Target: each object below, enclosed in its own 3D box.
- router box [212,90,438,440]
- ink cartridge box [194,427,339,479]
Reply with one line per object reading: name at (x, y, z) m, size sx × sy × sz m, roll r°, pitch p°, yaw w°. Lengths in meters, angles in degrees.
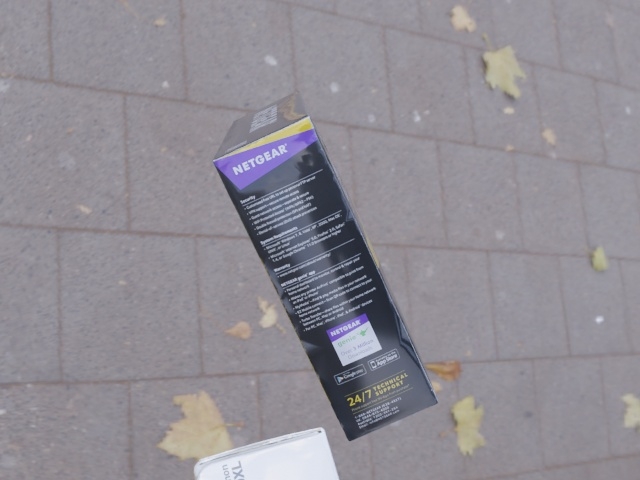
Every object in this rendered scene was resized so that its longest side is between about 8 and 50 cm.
router box at (0.000, 0.000, 0.789) m, size 0.081 × 0.309 × 0.242 m, roll -24°, pitch 102°, yaw 3°
ink cartridge box at (-0.030, 0.260, 0.687) m, size 0.100 × 0.237 × 0.171 m, roll -14°, pitch 69°, yaw -11°
